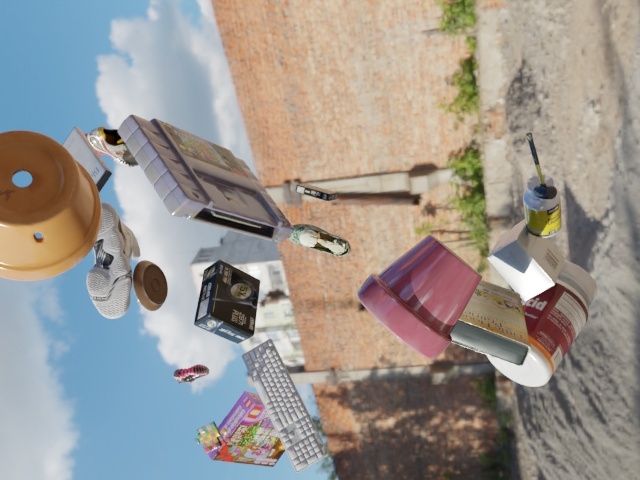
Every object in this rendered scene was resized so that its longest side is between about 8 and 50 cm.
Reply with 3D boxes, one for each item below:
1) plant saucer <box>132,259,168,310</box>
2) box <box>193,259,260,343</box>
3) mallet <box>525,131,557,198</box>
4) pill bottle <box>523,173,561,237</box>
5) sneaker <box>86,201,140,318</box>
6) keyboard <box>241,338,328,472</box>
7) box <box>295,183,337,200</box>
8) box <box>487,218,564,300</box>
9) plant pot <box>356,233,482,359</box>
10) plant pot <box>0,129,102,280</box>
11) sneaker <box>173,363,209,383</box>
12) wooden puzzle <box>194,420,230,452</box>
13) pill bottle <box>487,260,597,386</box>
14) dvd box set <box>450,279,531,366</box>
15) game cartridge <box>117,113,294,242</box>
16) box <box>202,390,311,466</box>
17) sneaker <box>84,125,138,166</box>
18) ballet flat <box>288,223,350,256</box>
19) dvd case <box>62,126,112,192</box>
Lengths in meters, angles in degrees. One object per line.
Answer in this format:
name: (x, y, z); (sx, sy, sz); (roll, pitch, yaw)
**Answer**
plant saucer: (-0.541, 0.143, 2.086); (0.168, 0.029, 0.168); (-14, -90, -69)
box: (-0.250, 0.167, 1.757); (0.147, 0.077, 0.180); (31, -135, -31)
mallet: (0.582, -0.195, 1.716); (0.062, 0.039, 0.190); (41, 154, 64)
pill bottle: (0.648, -0.102, 1.893); (0.184, 0.103, 0.103); (66, -161, -44)
sneaker: (-0.641, 0.076, 2.041); (0.210, 0.137, 0.366); (77, 180, -74)
keyboard: (-0.073, 0.318, 1.267); (0.256, 0.072, 0.014); (60, 177, 23)
box: (-0.009, -0.113, 1.509); (0.067, 0.083, 0.018); (-23, -52, -72)
box: (0.635, 0.055, 1.992); (0.182, 0.119, 0.181); (49, -142, -1)
plant pot: (0.200, 0.096, 1.232); (0.201, 0.180, 0.201); (39, -173, -6)
plant pot: (-0.582, -0.085, 1.286); (0.203, 0.290, 0.291); (136, 134, -62)
sneaker: (-0.428, 0.451, 2.164); (0.047, 0.119, 0.057); (-100, 2, -54)
wooden puzzle: (-0.213, 0.381, 1.255); (0.049, 0.083, 0.006); (60, -155, 6)
pill bottle: (0.727, 0.260, 2.110); (0.392, 0.224, 0.224); (-46, -38, -27)
dvd box set: (0.379, 0.172, 1.692); (0.420, 0.307, 0.062); (-45, -27, -72)
game cartridge: (-0.208, -0.115, 1.258); (0.230, 0.068, 0.355); (57, -161, 22)
box: (-0.176, 0.551, 1.873); (0.057, 0.201, 0.293); (38, -177, 38)
sneaker: (-0.644, -0.303, 2.090); (0.225, 0.092, 0.088); (15, -124, -53)
ballet flat: (0.000, 0.000, 1.793); (0.070, 0.188, 0.070); (-166, 90, -77)
dvd case: (-0.665, -0.177, 1.757); (0.022, 0.180, 0.253); (26, -164, -51)
